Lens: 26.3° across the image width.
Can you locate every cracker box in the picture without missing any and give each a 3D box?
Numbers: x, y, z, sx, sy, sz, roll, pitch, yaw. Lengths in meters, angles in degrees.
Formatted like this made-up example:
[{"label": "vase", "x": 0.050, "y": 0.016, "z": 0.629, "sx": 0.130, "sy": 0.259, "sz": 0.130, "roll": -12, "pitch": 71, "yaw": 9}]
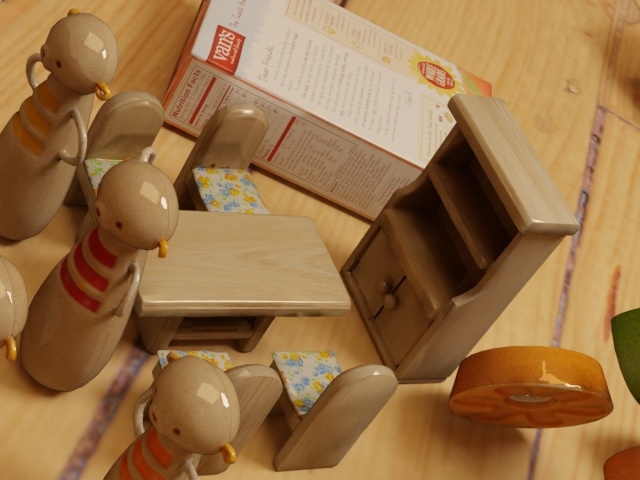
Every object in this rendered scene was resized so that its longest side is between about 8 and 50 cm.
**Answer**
[{"label": "cracker box", "x": 0.010, "y": -0.103, "z": 1.006, "sx": 0.232, "sy": 0.067, "sz": 0.156, "roll": 26, "pitch": 37, "yaw": -11}]

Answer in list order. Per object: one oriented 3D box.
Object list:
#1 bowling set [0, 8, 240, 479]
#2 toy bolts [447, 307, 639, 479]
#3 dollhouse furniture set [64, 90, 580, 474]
[{"label": "bowling set", "x": -0.168, "y": 0.018, "z": 0.672, "sx": 0.200, "sy": 0.154, "sz": 0.287, "roll": -3, "pitch": 50, "yaw": -38}, {"label": "toy bolts", "x": 0.201, "y": 0.155, "z": 0.823, "sx": 0.228, "sy": 0.218, "sz": 0.158, "roll": 27, "pitch": 59, "yaw": -44}, {"label": "dollhouse furniture set", "x": 0.000, "y": 0.000, "z": 0.808, "sx": 0.242, "sy": 0.161, "sz": 0.212, "roll": 2, "pitch": 47, "yaw": -34}]
